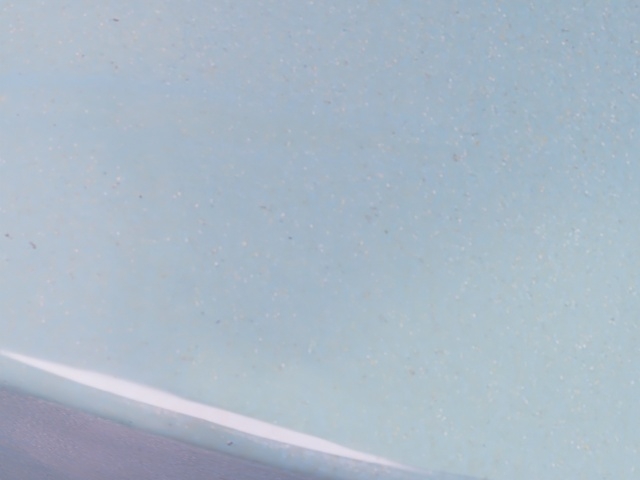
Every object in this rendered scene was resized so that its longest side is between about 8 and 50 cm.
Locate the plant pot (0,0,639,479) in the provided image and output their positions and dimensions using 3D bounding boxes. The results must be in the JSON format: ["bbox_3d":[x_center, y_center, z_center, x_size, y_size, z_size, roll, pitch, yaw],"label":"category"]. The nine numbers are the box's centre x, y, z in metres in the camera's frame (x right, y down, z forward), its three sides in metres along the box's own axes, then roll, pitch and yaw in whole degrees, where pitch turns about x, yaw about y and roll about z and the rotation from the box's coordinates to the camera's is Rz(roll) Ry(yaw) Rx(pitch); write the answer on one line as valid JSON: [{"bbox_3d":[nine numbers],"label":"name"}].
[{"bbox_3d":[0.000,0.000,0.437,0.234,0.165,0.166,11,70,-16],"label":"plant pot"}]
